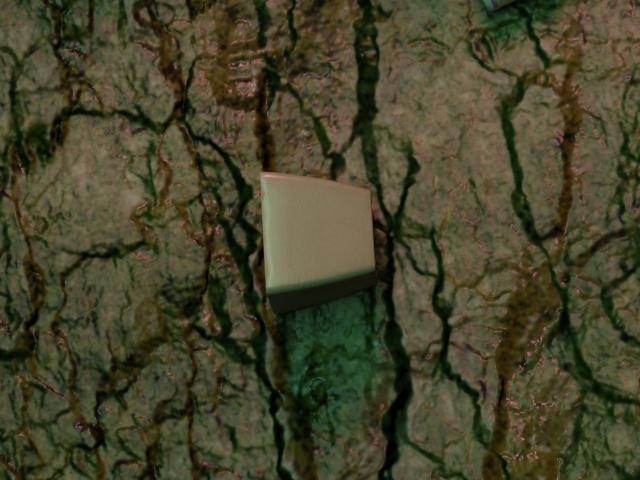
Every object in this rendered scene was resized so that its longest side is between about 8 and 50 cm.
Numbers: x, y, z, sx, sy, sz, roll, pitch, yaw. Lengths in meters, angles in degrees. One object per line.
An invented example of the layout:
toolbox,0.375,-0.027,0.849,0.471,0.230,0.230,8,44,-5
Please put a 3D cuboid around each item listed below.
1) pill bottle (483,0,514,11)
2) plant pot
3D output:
pill bottle,0.180,-0.241,1.741,0.083,0.043,0.043,-25,74,8
plant pot,0.000,0.000,1.713,0.096,0.109,0.109,-4,78,1
